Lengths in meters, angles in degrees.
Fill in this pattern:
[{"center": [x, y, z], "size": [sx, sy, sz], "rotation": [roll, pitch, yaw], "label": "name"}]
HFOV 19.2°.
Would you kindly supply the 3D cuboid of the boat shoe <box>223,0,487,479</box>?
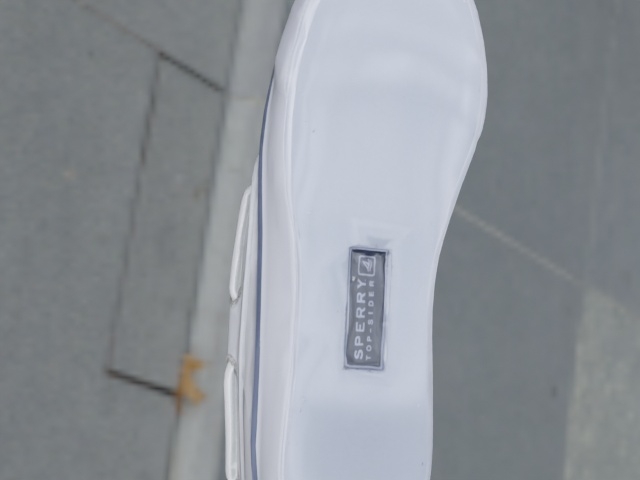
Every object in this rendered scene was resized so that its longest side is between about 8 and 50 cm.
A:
[{"center": [0.000, 0.000, 0.758], "size": [0.095, 0.084, 0.258], "rotation": [15, 79, -28], "label": "boat shoe"}]
